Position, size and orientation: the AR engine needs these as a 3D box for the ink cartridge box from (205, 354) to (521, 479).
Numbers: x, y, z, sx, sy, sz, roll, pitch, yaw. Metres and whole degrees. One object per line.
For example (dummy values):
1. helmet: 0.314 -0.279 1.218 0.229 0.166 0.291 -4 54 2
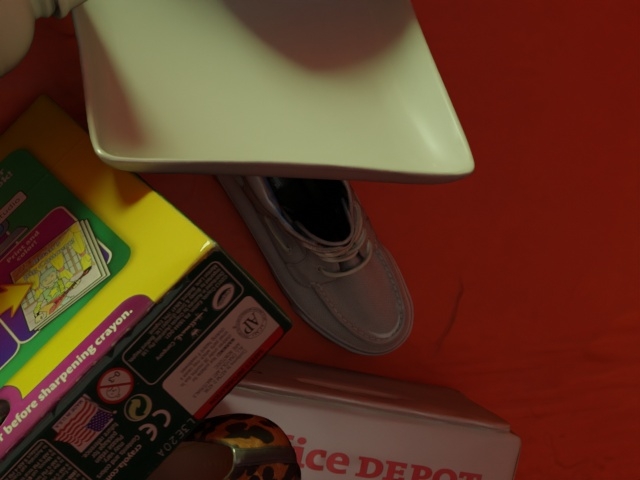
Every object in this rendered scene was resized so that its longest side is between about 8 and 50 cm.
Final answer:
1. ink cartridge box: -0.028 0.293 1.573 0.279 0.160 0.385 11 97 -18

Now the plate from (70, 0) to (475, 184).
1. plate: -0.050 -0.130 1.456 0.277 0.278 0.045 1 133 -17

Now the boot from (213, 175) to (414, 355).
1. boot: 0.000 0.000 1.546 0.095 0.123 0.258 -41 109 -6

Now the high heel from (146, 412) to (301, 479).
1. high heel: -0.143 0.171 1.350 0.261 0.186 0.093 -12 78 1

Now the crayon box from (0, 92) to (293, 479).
1. crayon box: -0.238 0.100 1.385 0.363 0.313 0.106 -46 126 -4

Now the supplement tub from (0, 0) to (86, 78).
1. supplement tub: -0.346 -0.180 1.344 0.331 0.241 0.241 -30 107 -10
